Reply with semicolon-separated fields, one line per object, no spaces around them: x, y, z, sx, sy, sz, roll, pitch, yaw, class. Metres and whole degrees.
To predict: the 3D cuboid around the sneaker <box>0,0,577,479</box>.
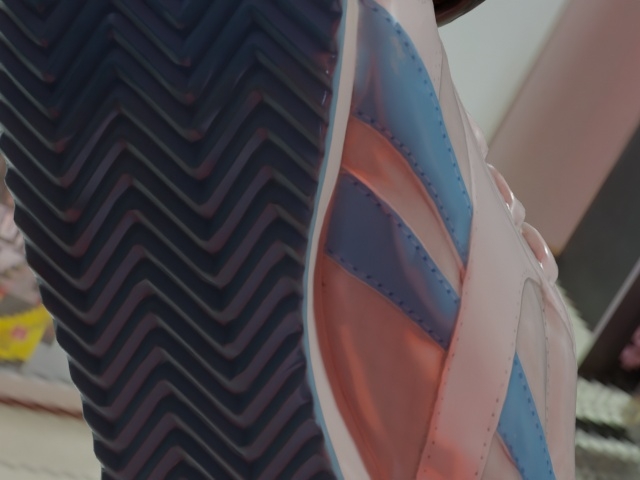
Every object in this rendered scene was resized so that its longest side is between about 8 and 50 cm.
0.000;0.000;0.365;0.087;0.228;0.092;1;16;36;sneaker

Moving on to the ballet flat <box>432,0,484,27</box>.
0.053;-0.148;0.489;0.095;0.280;0.096;35;63;14;ballet flat
